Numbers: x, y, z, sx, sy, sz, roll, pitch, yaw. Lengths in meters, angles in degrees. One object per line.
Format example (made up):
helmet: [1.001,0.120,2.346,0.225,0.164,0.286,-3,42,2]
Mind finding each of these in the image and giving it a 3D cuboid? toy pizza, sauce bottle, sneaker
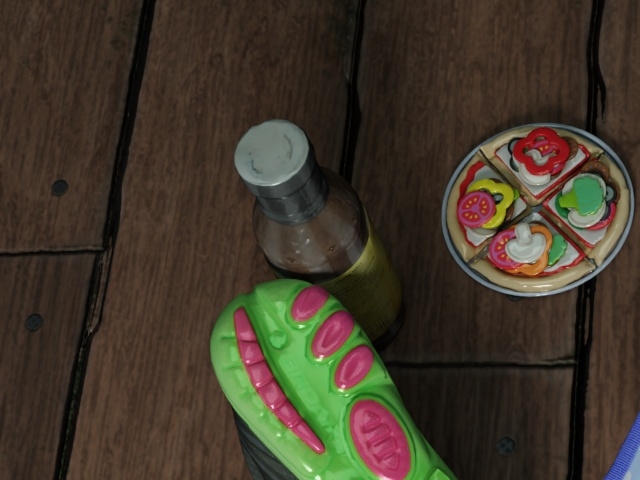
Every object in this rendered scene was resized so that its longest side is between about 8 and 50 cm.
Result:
toy pizza: [0.222,-0.037,1.783,0.201,0.032,0.201,-7,63,13]
sauce bottle: [0.000,0.000,1.651,0.111,0.344,0.111,-6,62,11]
sneaker: [0.052,0.262,1.609,0.185,0.202,0.483,-22,77,-5]

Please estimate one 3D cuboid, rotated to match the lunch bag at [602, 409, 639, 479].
lunch bag: [0.456,0.184,1.489,0.328,0.239,0.385,29,68,24]
